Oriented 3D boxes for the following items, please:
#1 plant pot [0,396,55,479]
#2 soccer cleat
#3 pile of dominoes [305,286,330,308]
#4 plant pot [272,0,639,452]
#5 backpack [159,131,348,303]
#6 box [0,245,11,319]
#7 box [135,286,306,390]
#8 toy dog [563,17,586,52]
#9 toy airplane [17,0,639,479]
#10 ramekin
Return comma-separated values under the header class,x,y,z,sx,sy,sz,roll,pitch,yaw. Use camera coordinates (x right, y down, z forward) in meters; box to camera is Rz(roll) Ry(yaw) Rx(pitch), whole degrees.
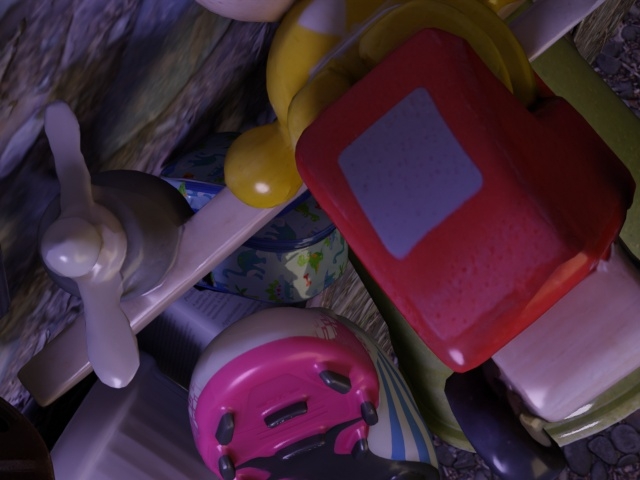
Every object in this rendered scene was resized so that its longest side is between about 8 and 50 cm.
class,x,y,z,sx,sy,sz,roll,pitch,yaw
plant pot,-0.182,0.157,0.694,0.167,0.167,0.165,-48,160,-43
soccer cleat,-0.014,0.094,0.994,0.116,0.143,0.331,-26,151,5
pile of dominoes,0.000,0.000,1.429,0.251,0.040,0.196,104,4,-53
plant pot,0.109,-0.041,1.066,0.276,0.254,0.276,-27,-146,20
backpack,-0.042,-0.013,0.958,0.105,0.114,0.084,-42,143,-54
box,-0.193,0.031,0.484,0.216,0.060,0.270,-51,169,-25
box,-0.067,0.043,1.097,0.101,0.087,0.102,-50,169,-33
toy dog,0.138,-0.155,1.320,0.220,0.161,0.333,-17,175,-4
toy airplane,0.037,-0.090,0.743,0.384,0.272,0.386,-16,-145,55
ramekin,-0.139,0.215,1.044,0.272,0.127,0.273,-62,180,1
